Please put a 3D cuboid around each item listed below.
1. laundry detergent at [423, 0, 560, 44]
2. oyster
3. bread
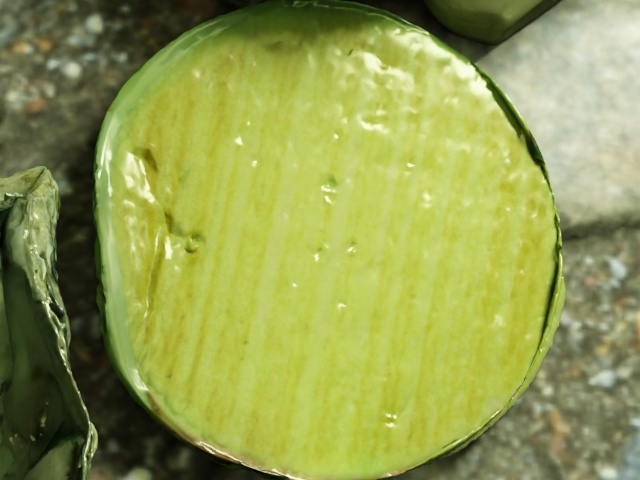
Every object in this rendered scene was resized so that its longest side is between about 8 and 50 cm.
[{"bbox_3d":[0.081,-0.259,1.103,0.181,0.091,0.253,-38,86,-3],"label":"laundry detergent"},{"bbox_3d":[-0.192,0.097,0.984,0.199,0.087,0.252,-41,59,14],"label":"oyster"},{"bbox_3d":[0.006,-0.002,1.061,0.301,0.045,0.301,2,80,-10],"label":"bread"}]
